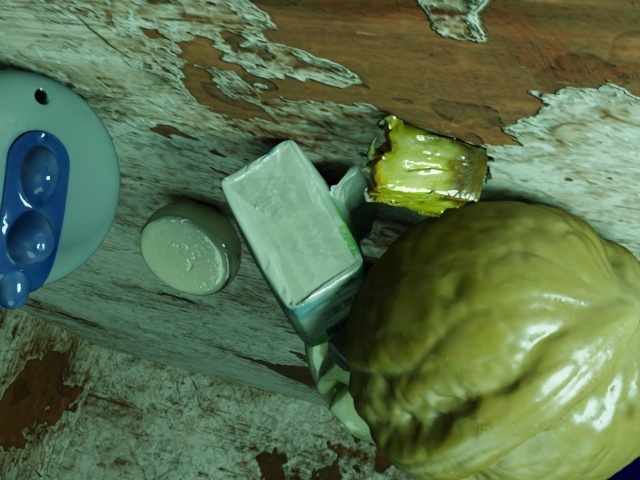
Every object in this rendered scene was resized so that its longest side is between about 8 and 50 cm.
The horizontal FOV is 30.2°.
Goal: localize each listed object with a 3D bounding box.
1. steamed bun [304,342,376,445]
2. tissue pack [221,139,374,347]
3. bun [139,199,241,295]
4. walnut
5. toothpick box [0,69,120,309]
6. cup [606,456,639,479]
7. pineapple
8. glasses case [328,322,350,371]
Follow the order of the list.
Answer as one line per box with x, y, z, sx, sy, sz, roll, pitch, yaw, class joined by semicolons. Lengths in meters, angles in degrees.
0.131;0.183;1.636;0.324;0.219;0.310;11;166;25;steamed bun
0.000;0.000;1.270;0.159;0.145;0.229;60;176;16;tissue pack
-0.164;-0.001;1.572;0.138;0.094;0.138;10;128;14;bun
0.184;0.107;1.144;0.333;0.333;0.333;17;167;4;walnut
-0.362;-0.046;1.285;0.263;0.263;0.355;26;163;-32;toothpick box
0.328;0.163;1.353;0.256;0.255;0.178;-23;146;12;cup
0.099;-0.062;1.063;0.116;0.069;0.137;5;171;28;pineapple
0.087;0.070;1.332;0.042;0.190;0.072;47;172;6;glasses case
